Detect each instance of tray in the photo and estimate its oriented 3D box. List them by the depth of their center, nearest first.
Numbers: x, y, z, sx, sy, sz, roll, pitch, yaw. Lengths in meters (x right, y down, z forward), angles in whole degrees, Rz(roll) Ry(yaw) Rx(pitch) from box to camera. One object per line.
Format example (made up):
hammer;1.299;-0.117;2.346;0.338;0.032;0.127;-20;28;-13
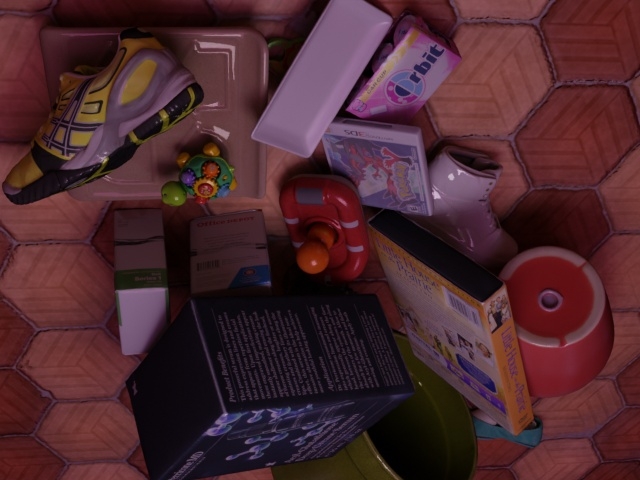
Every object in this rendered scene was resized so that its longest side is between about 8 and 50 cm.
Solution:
tray;-0.003;-0.265;1.390;0.145;0.030;0.270;15;113;-48

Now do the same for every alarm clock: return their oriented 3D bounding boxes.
alarm clock;-0.028;0.103;1.742;0.192;0.064;0.129;-15;131;8

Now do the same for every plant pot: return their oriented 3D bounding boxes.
plant pot;0.429;0.144;1.659;0.275;0.275;0.243;-16;156;5
plant pot;0.086;0.437;1.888;0.366;0.366;0.353;29;132;-29

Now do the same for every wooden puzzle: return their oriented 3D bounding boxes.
wooden puzzle;-0.261;-0.210;1.429;0.348;0.080;0.322;1;130;-4

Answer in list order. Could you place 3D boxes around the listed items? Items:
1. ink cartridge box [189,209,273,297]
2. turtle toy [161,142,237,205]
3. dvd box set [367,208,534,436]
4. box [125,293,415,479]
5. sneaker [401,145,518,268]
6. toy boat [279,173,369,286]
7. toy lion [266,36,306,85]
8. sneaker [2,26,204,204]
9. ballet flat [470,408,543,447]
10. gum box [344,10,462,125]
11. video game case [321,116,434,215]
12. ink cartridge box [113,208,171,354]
ink cartridge box;-0.161;0.043;1.580;0.140;0.190;0.082;-8;132;-1
turtle toy;-0.200;-0.096;1.432;0.130;0.066;0.095;-18;129;12
dvd box set;0.249;0.156;1.642;0.062;0.308;0.420;-38;135;-16
box;-0.091;0.255;1.542;0.396;0.212;0.293;1;145;-36
sneaker;0.298;-0.063;1.618;0.293;0.108;0.169;28;124;-27
toy boat;0.000;0.000;1.575;0.151;0.151;0.231;3;135;21
toy lion;-0.050;-0.293;1.417;0.100;0.034;0.096;35;111;-32
sneaker;-0.351;-0.181;1.333;0.385;0.145;0.147;-29;95;23
ballet flat;0.429;0.435;2.098;0.247;0.083;0.087;13;103;-20
gum box;0.134;-0.275;1.437;0.107;0.062;0.188;25;123;-26
video game case;0.098;-0.128;1.512;0.183;0.023;0.201;11;144;24
ink cartridge box;-0.319;0.069;1.562;0.093;0.219;0.160;-3;132;-10
